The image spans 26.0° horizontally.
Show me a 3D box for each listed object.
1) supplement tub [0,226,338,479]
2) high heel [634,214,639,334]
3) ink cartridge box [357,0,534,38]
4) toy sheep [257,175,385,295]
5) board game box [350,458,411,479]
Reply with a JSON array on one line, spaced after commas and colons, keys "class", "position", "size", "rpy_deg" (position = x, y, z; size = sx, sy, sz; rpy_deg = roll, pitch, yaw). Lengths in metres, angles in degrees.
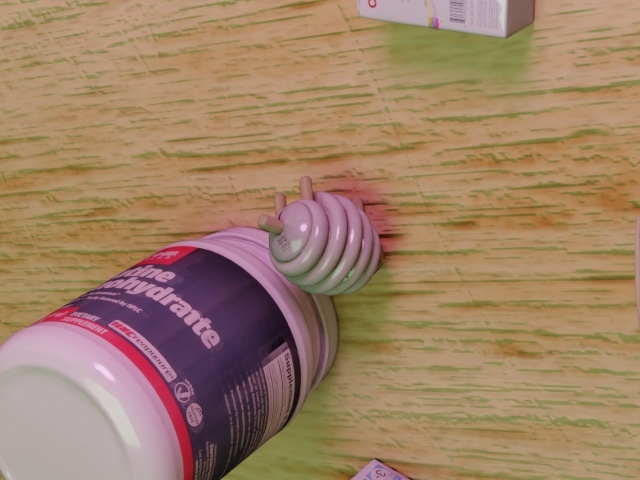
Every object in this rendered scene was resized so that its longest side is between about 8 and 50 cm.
[{"class": "supplement tub", "position": [-0.126, 0.113, 1.150], "size": [0.191, 0.272, 0.191], "rpy_deg": [15, 119, 29]}, {"class": "high heel", "position": [0.325, 0.081, 0.963], "size": [0.186, 0.093, 0.261], "rpy_deg": [-12, 95, 20]}, {"class": "ink cartridge box", "position": [0.090, -0.200, 0.997], "size": [0.122, 0.052, 0.089], "rpy_deg": [13, 118, 28]}, {"class": "toy sheep", "position": [0.000, 0.000, 1.114], "size": [0.091, 0.132, 0.091], "rpy_deg": [-25, 57, 46]}, {"class": "board game box", "position": [0.041, 0.362, 1.234], "size": [0.142, 0.144, 0.275], "rpy_deg": [28, 124, 23]}]
